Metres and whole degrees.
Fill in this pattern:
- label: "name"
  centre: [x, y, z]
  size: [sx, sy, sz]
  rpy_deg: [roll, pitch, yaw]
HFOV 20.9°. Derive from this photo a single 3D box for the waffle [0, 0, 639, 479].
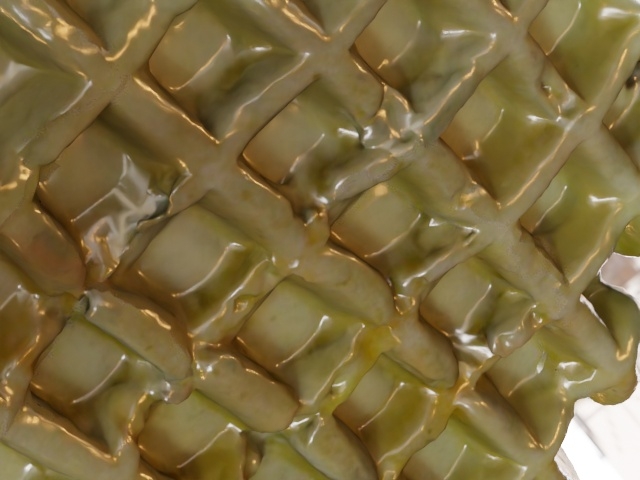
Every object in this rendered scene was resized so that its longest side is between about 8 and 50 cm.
- label: "waffle"
  centre: [0.000, 0.000, 0.556]
  size: [0.309, 0.291, 0.056]
  rpy_deg: [-7, -156, -30]
